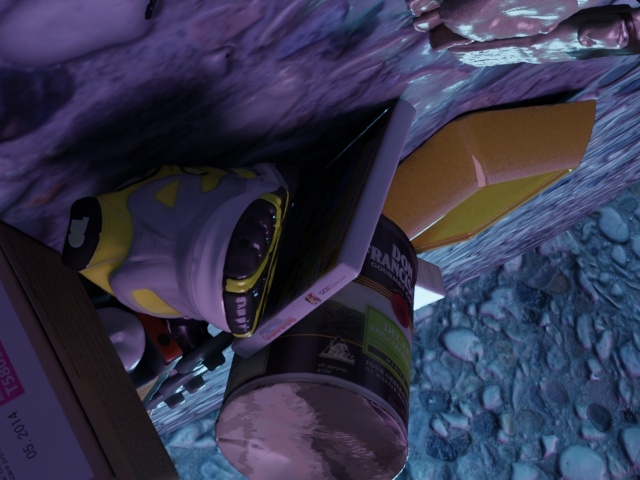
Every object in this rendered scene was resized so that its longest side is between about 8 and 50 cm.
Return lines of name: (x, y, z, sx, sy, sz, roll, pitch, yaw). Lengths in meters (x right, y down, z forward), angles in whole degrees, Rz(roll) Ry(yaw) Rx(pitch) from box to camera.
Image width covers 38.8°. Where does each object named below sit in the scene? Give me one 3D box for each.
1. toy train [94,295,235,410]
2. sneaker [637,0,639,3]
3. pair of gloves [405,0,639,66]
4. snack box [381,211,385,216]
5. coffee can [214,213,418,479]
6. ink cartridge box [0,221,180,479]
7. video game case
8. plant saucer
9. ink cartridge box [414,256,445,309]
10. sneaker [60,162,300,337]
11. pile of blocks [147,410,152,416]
toy train: (-0.220, 0.138, 1.012, 0.190, 0.142, 0.334, -31, 171, -31)
sneaker: (0.240, -0.239, 0.719, 0.097, 0.084, 0.235, -6, 175, 19)
pair of gloves: (0.186, -0.171, 0.716, 0.204, 0.042, 0.240, -5, 177, 21)
snack box: (0.000, 0.000, 1.173, 0.178, 0.064, 0.022, -31, 169, 15)
coffee can: (0.005, 0.119, 1.026, 0.201, 0.201, 0.275, -36, -152, 33)
ink cartridge box: (-0.215, 0.115, 0.718, 0.088, 0.234, 0.193, -29, 168, -2)
video game case: (0.003, -0.011, 0.901, 0.206, 0.026, 0.227, -41, -160, 47)
plant saucer: (0.203, -0.067, 1.283, 0.333, 0.081, 0.333, -12, 161, -43)
ink cartridge box: (0.047, 0.072, 1.308, 0.189, 0.066, 0.232, -27, 148, 27)
sneaker: (-0.103, -0.012, 0.772, 0.147, 0.145, 0.384, 13, 178, 0)
pile of blocks: (-0.313, 0.206, 1.309, 0.362, 0.149, 0.112, 133, -24, -84)
